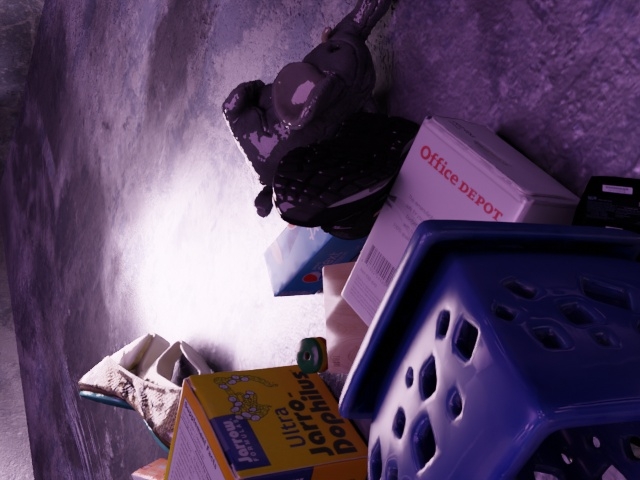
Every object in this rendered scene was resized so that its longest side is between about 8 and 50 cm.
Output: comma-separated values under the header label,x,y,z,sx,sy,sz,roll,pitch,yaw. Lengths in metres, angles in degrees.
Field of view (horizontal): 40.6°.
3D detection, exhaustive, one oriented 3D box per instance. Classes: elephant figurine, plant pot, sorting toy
label,x,y,z,sx,sy,sz,roll,pitch,yaw
elephant figurine,0.001,-0.174,1.059,0.239,0.169,0.186,-24,98,42
plant pot,0.155,0.114,0.634,0.212,0.235,0.236,-115,35,-45
sorting toy,0.071,0.089,1.019,0.274,0.046,0.133,-10,82,49

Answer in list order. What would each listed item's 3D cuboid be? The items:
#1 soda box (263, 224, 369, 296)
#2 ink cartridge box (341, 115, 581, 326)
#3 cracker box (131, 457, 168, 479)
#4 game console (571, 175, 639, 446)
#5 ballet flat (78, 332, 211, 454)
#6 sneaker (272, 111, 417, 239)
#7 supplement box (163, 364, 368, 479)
label,x,y,z,sx,sy,sz,roll,pitch,yaw
soda box,0.000,0.000,1.134,0.210,0.067,0.071,-46,52,50
ink cartridge box,0.131,0.010,0.845,0.158,0.092,0.218,48,125,41
cracker box,-0.233,0.498,1.488,0.155,0.067,0.232,-17,95,60
game console,0.308,0.072,0.625,0.361,0.043,0.213,18,108,59
ballet flat,-0.297,0.268,1.609,0.482,0.164,0.182,9,77,54
sneaker,0.034,-0.043,0.923,0.107,0.283,0.124,17,116,19
supplement box,-0.095,0.373,1.185,0.194,0.195,0.357,50,133,47
